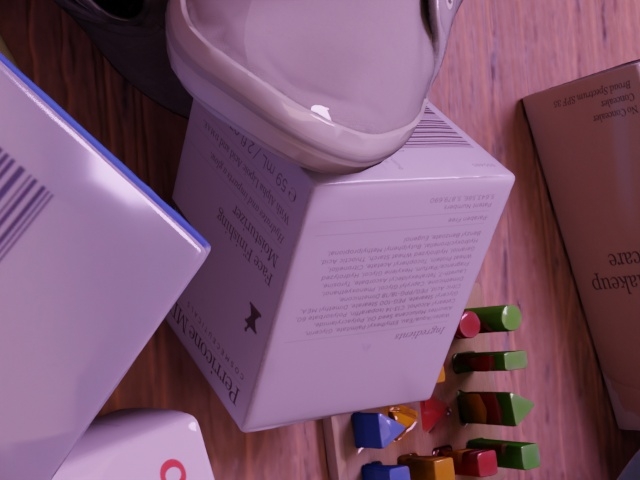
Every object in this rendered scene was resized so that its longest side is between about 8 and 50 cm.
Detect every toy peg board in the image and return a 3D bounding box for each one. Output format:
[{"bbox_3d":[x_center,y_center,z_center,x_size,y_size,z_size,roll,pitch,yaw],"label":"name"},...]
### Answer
[{"bbox_3d":[0.088,0.117,0.902,0.160,0.079,0.161,-6,87,-33],"label":"toy peg board"}]

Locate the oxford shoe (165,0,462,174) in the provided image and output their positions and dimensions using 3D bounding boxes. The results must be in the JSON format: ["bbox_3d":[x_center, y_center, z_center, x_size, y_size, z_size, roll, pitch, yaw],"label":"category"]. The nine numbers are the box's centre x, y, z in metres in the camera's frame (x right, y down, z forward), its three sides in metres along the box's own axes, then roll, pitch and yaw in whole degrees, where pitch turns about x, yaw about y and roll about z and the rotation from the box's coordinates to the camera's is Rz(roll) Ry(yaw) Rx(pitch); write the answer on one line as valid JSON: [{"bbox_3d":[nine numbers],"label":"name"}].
[{"bbox_3d":[0.028,-0.178,0.749,0.169,0.130,0.449,36,32,-3],"label":"oxford shoe"}]

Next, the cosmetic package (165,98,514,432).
[{"bbox_3d":[0.000,0.000,0.772,0.151,0.151,0.184,-4,125,-33],"label":"cosmetic package"}]

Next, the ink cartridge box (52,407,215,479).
[{"bbox_3d":[-0.185,0.237,0.691,0.283,0.117,0.207,-18,94,-32],"label":"ink cartridge box"}]

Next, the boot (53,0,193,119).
[{"bbox_3d":[-0.122,-0.145,0.744,0.246,0.161,0.083,40,95,-18],"label":"boot"}]

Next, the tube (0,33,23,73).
[{"bbox_3d":[-0.261,-0.172,0.734,0.070,0.062,0.240,-20,103,11],"label":"tube"}]

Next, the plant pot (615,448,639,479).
[{"bbox_3d":[0.348,0.292,0.885,0.247,0.248,0.252,-7,46,-32],"label":"plant pot"}]

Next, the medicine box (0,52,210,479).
[{"bbox_3d":[-0.242,-0.014,0.583,0.263,0.289,0.149,44,66,-21],"label":"medicine box"}]

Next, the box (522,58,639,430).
[{"bbox_3d":[0.300,-0.001,1.014,0.121,0.148,0.311,-19,93,-31],"label":"box"}]
